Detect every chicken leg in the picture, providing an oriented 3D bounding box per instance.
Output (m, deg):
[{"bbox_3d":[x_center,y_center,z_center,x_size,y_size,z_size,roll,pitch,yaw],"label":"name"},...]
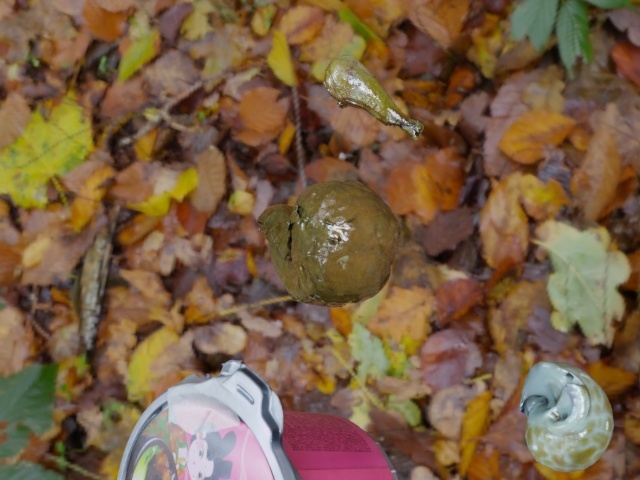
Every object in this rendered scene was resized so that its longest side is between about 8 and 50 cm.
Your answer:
[{"bbox_3d":[0.080,-0.208,1.382,0.178,0.093,0.070,35,77,9],"label":"chicken leg"}]

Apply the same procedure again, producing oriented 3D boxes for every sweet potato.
[{"bbox_3d":[0.002,0.006,0.603,0.233,0.062,0.081,170,80,-78],"label":"sweet potato"}]

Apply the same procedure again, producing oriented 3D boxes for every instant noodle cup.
[{"bbox_3d":[-0.040,0.252,0.817,0.258,0.181,0.302,47,118,39],"label":"instant noodle cup"}]

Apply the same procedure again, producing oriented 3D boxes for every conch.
[{"bbox_3d":[0.310,0.225,1.150,0.116,0.106,0.173,10,114,48],"label":"conch"}]
